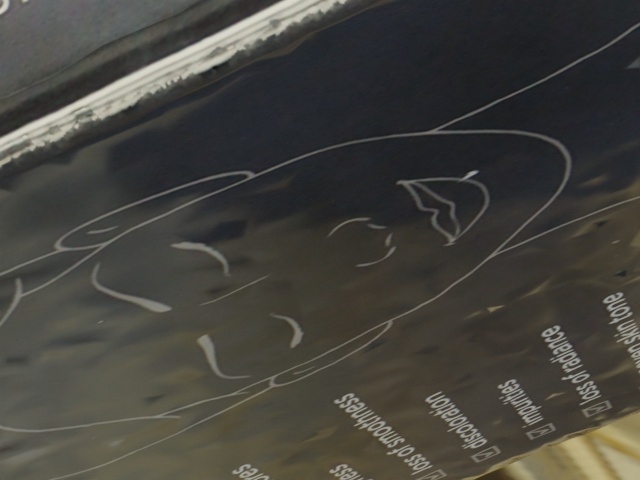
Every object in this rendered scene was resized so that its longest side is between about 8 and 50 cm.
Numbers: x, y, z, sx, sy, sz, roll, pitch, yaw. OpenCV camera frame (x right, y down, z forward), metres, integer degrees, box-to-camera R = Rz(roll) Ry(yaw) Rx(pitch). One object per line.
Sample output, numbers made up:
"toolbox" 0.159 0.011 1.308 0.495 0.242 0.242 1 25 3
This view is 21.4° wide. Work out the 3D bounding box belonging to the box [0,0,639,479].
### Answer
"box" -0.069 -0.057 0.706 0.471 0.297 0.480 -26 -25 7
